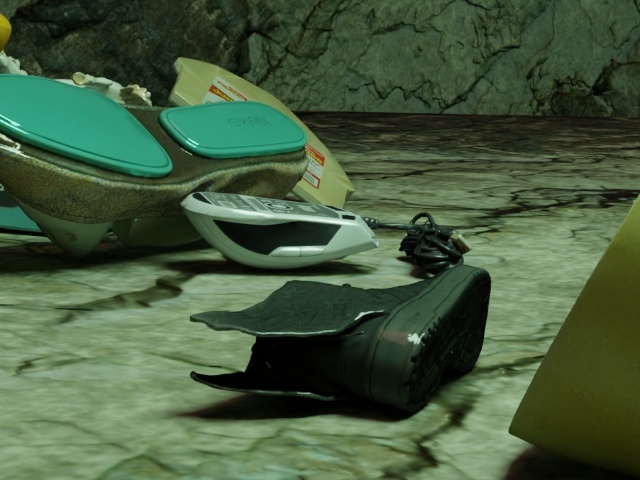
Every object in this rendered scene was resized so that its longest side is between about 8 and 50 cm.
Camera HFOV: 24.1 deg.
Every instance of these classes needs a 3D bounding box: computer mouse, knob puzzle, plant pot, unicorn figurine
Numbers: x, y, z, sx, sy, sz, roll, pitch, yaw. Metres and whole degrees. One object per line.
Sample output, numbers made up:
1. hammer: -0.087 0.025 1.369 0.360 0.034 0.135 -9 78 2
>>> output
1. computer mouse: 0.000 0.000 0.989 0.193 0.042 0.106 6 11 -15
2. knob puzzle: -0.054 -0.090 1.303 0.213 0.030 0.213 35 17 -13
3. plant pot: 0.140 0.034 0.524 0.095 0.134 0.134 31 15 12
4. unicorn figurine: -0.206 -0.113 1.146 0.162 0.060 0.111 20 9 3

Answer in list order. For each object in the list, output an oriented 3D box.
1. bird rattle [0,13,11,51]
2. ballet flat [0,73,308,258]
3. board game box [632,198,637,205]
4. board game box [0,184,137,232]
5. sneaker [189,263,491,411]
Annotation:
1. bird rattle: -0.254 -0.068 0.747 0.253 0.207 0.143 37 10 25
2. ballet flat: -0.129 -0.039 1.009 0.316 0.106 0.107 2 38 -49
3. board game box: 0.320 0.040 0.629 0.233 0.078 0.347 -1 8 -20
4. board game box: -0.237 -0.069 1.273 0.254 0.079 0.336 5 9 18
5. sneaker: 0.015 0.038 0.662 0.089 0.051 0.170 10 13 19
